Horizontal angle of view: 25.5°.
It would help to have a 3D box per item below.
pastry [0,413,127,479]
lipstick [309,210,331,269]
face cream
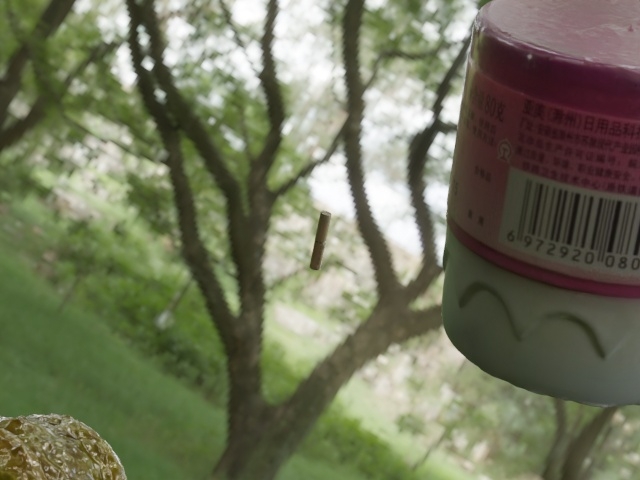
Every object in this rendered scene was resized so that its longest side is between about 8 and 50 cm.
[{"bbox_3d":[-0.204,0.207,0.924,0.188,0.189,0.103,24,9,38],"label":"pastry"},{"bbox_3d":[0.000,0.000,2.169,0.019,0.094,0.019,10,23,-4],"label":"lipstick"},{"bbox_3d":[0.160,-0.029,0.806,0.175,0.195,0.175,6,23,-3],"label":"face cream"}]
